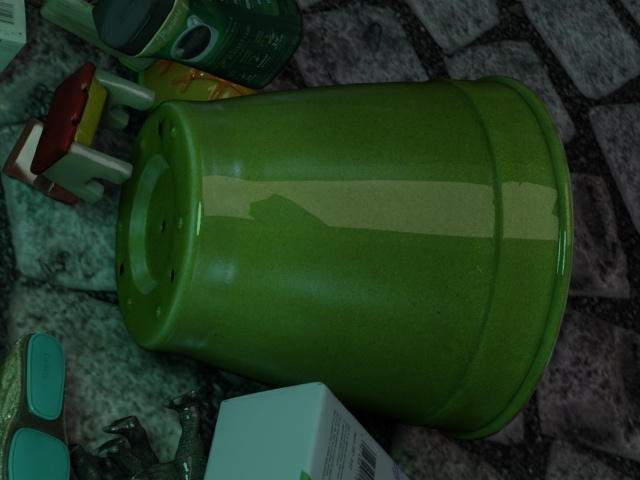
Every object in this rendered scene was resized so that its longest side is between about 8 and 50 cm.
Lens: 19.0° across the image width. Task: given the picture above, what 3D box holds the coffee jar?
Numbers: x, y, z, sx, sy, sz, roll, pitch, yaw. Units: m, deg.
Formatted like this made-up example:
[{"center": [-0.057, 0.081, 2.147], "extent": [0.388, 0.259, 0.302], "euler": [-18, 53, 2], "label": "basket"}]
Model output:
[{"center": [-0.114, -0.204, 1.757], "extent": [0.184, 0.096, 0.079], "euler": [12, 42, -38], "label": "coffee jar"}]

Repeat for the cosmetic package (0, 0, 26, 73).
[{"center": [-0.325, -0.188, 1.832], "extent": [0.041, 0.115, 0.060], "euler": [11, 56, -32], "label": "cosmetic package"}]

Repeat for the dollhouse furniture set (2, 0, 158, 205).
[{"center": [-0.249, -0.207, 1.858], "extent": [0.152, 0.201, 0.374], "euler": [28, 56, -23], "label": "dollhouse furniture set"}]

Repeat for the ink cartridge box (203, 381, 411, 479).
[{"center": [0.009, 0.292, 1.734], "extent": [0.278, 0.117, 0.201], "euler": [50, 38, -40], "label": "ink cartridge box"}]

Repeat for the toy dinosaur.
[{"center": [-0.145, 0.238, 1.738], "extent": [0.313, 0.121, 0.160], "euler": [-30, 101, -55], "label": "toy dinosaur"}]

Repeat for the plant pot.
[{"center": [0.000, 0.000, 1.844], "extent": [0.353, 0.366, 0.366], "euler": [6, 60, -23], "label": "plant pot"}]

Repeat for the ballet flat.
[{"center": [-0.260, 0.177, 1.687], "extent": [0.073, 0.067, 0.206], "euler": [29, 40, -28], "label": "ballet flat"}]

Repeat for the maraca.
[{"center": [-0.133, -0.159, 1.977], "extent": [0.127, 0.099, 0.186], "euler": [-5, 37, -36], "label": "maraca"}]
